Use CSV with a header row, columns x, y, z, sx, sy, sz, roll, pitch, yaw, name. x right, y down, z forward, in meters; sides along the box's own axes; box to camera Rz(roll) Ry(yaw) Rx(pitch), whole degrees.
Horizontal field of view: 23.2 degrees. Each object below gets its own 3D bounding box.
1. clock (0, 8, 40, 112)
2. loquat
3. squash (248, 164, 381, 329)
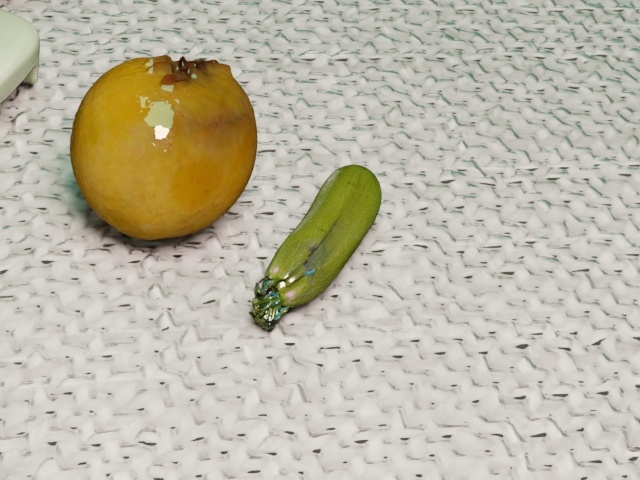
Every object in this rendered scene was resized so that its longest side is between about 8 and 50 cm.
x,y,z,sx,sy,sz,roll,pitch,yaw,name
-0.312,-0.119,1.197,0.152,0.062,0.191,16,41,4,clock
-0.114,-0.068,1.135,0.141,0.141,0.141,7,41,-6,loquat
0.000,0.000,1.143,0.052,0.052,0.183,23,41,13,squash
